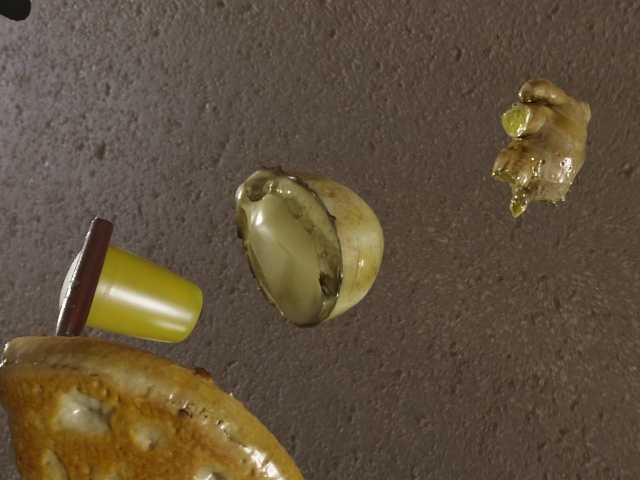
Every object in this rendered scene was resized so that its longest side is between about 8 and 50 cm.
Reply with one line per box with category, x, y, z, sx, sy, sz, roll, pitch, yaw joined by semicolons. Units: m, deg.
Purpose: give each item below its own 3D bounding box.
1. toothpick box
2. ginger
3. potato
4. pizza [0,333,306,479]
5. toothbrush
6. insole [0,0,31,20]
toothpick box;-0.394;0.124;1.114;0.175;0.271;0.174;-29;48;36
ginger;0.351;-0.137;0.819;0.102;0.157;0.216;25;97;60
potato;0.000;0.000;0.888;0.242;0.243;0.285;-51;56;14
pizza;-0.172;0.255;0.550;0.409;0.114;0.277;36;107;-8
toothbrush;-0.361;0.098;0.761;0.041;0.041;0.363;-28;41;20
insole;-0.395;-0.293;0.558;0.053;0.153;0.002;-52;35;21
